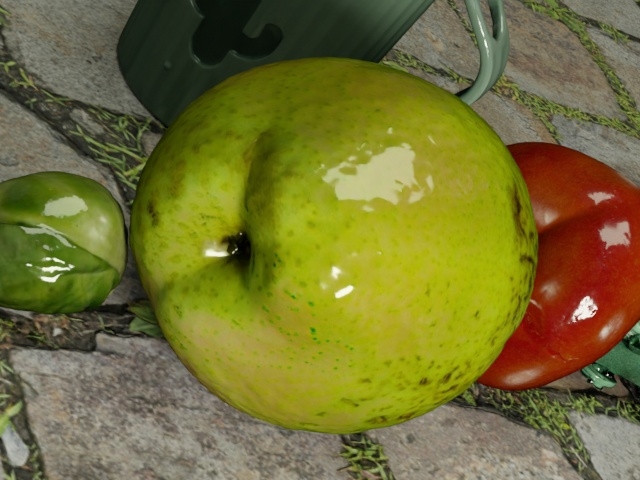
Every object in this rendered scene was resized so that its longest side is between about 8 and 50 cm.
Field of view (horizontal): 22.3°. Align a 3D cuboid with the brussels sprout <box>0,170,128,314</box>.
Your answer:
[{"bbox_3d":[-0.246,0.006,1.466,0.183,0.145,0.131,3,71,-38],"label":"brussels sprout"}]

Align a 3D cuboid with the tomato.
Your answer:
[{"bbox_3d":[0.249,0.030,1.827,0.226,0.298,0.298,31,25,-50],"label":"tomato"}]

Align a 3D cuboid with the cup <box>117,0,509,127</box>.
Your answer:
[{"bbox_3d":[-0.009,-0.278,1.851,0.310,0.392,0.401,2,45,-45],"label":"cup"}]

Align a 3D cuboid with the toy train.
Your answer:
[{"bbox_3d":[0.393,0.140,2.001,0.269,0.115,0.154,27,23,-19],"label":"toy train"}]

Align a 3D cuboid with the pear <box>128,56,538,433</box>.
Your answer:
[{"bbox_3d":[0.000,0.000,1.518,0.391,0.391,0.391,27,31,-18],"label":"pear"}]
